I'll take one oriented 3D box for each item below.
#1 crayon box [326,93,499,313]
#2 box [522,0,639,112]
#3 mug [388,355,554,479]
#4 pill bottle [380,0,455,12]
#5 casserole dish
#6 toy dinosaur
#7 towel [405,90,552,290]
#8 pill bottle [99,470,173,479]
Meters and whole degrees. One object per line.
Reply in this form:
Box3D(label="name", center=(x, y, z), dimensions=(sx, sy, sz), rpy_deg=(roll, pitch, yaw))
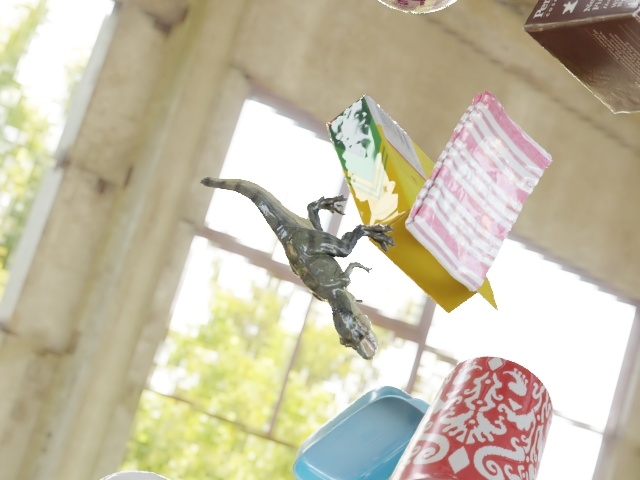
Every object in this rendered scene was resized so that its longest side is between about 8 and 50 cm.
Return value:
Box3D(label="crayon box", center=(0.126, -0.037, 2.346), dimensions=(0.081, 0.318, 0.202), rpy_deg=(-36, -51, 14))
Box3D(label="box", center=(0.370, -0.254, 1.846), dimensions=(0.167, 0.168, 0.203), rpy_deg=(37, -16, -25))
Box3D(label="mug", center=(0.105, 0.183, 1.271), dimensions=(0.113, 0.169, 0.150), rpy_deg=(30, -52, 1))
Box3D(label="pill bottle", center=(0.120, -0.392, 2.020), dimensions=(0.169, 0.169, 0.301), rpy_deg=(16, -9, 5))
Box3D(label="casserole dish", center=(0.051, 0.230, 1.923), dimensions=(0.188, 0.037, 0.114), rpy_deg=(-40, -57, 20))
Box3D(label="toy dinosaur", center=(0.000, 0.000, 1.779), dimensions=(0.268, 0.118, 0.064), rpy_deg=(48, -33, 21))
Box3D(label="towel", center=(0.186, -0.057, 1.967), dimensions=(0.029, 0.197, 0.144), rpy_deg=(11, -23, 50))
Box3D(label="pill bottle", center=(-0.125, 0.262, 1.397), dimensions=(0.117, 0.118, 0.208), rpy_deg=(13, -12, 18))
